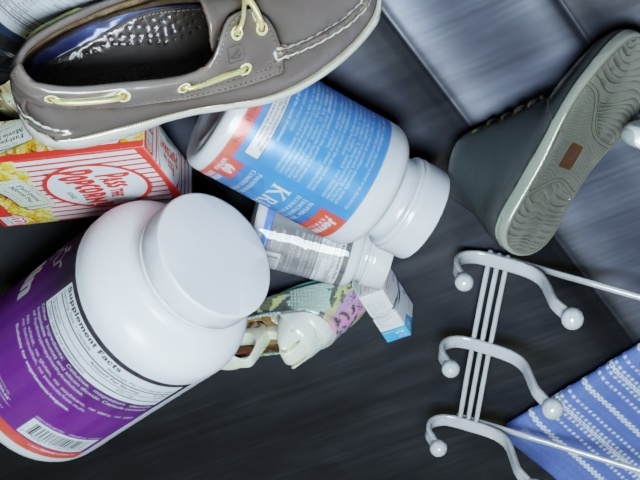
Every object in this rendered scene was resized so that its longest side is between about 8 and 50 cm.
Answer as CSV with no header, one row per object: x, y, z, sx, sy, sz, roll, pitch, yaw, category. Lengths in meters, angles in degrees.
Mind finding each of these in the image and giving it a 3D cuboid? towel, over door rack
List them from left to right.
0.276,0.147,1.542,0.324,0.108,0.239,9,125,4,over door rack
0.392,0.188,1.645,0.243,0.040,0.336,40,121,-22,towel

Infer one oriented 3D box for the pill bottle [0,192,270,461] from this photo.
-0.194,0.080,1.484,0.181,0.181,0.323,36,134,-22,pill bottle

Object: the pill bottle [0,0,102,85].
-0.233,-0.228,1.298,0.123,0.123,0.219,38,124,-23,pill bottle

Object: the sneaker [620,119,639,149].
0.326,-0.110,1.363,0.152,0.054,0.061,-11,123,-30,sneaker

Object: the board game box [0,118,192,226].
-0.232,-0.068,1.442,0.193,0.045,0.147,-6,158,12,board game box

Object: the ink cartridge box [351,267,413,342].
0.062,0.055,1.551,0.028,0.048,0.083,-19,126,20,ink cartridge box

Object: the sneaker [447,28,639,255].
0.196,-0.107,1.388,0.083,0.118,0.222,26,101,-42,sneaker

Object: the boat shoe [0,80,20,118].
-0.275,-0.131,1.429,0.045,0.050,0.135,-29,123,23,boat shoe

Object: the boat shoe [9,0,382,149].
-0.097,-0.168,1.277,0.324,0.116,0.097,-19,165,-8,boat shoe

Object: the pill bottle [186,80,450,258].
0.002,-0.072,1.402,0.221,0.124,0.124,28,127,-16,pill bottle

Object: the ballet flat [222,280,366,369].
-0.057,0.097,1.580,0.221,0.079,0.077,-11,127,14,ballet flat

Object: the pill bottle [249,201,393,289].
0.000,0.000,1.493,0.137,0.078,0.078,14,130,-6,pill bottle
